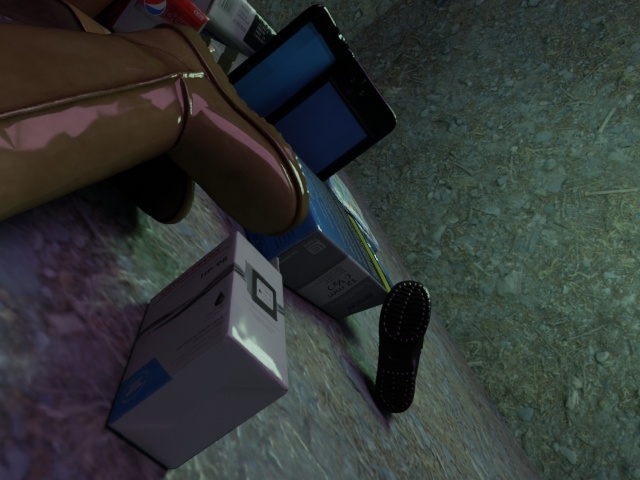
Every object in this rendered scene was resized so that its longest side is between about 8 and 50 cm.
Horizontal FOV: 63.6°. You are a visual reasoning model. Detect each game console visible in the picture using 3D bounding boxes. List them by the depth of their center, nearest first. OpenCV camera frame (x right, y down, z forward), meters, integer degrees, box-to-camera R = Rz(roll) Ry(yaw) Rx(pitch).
[{"bbox_3d":[-0.040,-0.210,0.906,0.250,0.293,0.173,52,13,-14],"label":"game console"}]

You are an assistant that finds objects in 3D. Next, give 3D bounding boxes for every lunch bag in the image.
[{"bbox_3d":[0.034,-0.065,1.244,0.243,0.115,0.303,52,10,-22],"label":"lunch bag"}]

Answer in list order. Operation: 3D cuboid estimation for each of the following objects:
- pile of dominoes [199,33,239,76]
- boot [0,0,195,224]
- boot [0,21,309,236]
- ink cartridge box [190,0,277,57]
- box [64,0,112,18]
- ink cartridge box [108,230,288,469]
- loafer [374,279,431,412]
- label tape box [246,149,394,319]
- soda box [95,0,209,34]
[{"bbox_3d":[-0.218,-0.412,0.978,0.196,0.251,0.040,51,53,-2],"label":"pile of dominoes"},{"bbox_3d":[-0.236,-0.119,0.458,0.206,0.090,0.249,-7,65,-61],"label":"boot"},{"bbox_3d":[-0.147,-0.061,0.387,0.236,0.089,0.269,51,33,-1],"label":"boot"},{"bbox_3d":[-0.255,-0.413,0.844,0.370,0.069,0.175,30,6,21],"label":"ink cartridge box"},{"bbox_3d":[-0.296,-0.283,0.492,0.091,0.130,0.170,59,13,19],"label":"box"},{"bbox_3d":[-0.085,0.064,0.398,0.060,0.104,0.180,48,12,-24],"label":"ink cartridge box"},{"bbox_3d":[0.129,0.173,0.856,0.078,0.080,0.220,78,27,-67],"label":"loafer"},{"bbox_3d":[0.000,0.000,0.914,0.347,0.115,0.249,44,16,-49],"label":"label tape box"},{"bbox_3d":[-0.254,-0.307,0.652,0.263,0.083,0.092,40,5,36],"label":"soda box"}]
